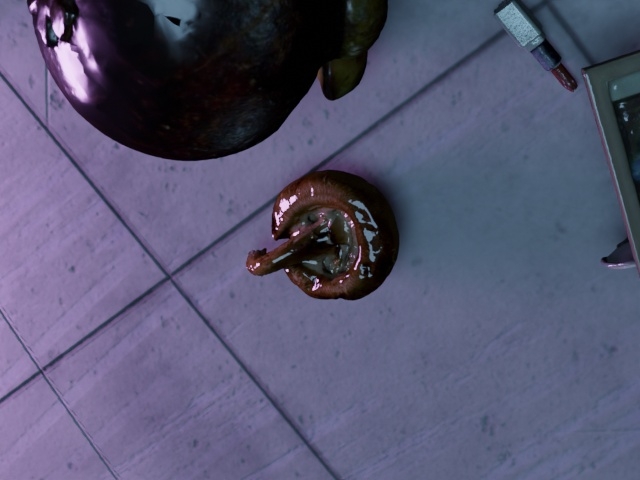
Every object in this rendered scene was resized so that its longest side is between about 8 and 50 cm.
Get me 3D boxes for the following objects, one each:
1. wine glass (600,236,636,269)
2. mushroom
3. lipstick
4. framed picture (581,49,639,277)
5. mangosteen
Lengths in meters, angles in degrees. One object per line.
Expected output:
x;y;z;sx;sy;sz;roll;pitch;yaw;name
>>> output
0.342;0.080;1.277;0.122;0.122;0.183;-20;99;22;wine glass
0.000;0.000;1.356;0.170;0.080;0.135;-16;94;22;mushroom
0.203;-0.179;1.255;0.025;0.025;0.107;-37;103;25;lipstick
0.405;-0.090;1.177;0.315;0.024;0.232;-19;104;1;framed picture
-0.102;-0.228;1.185;0.330;0.330;0.330;6;113;14;mangosteen
